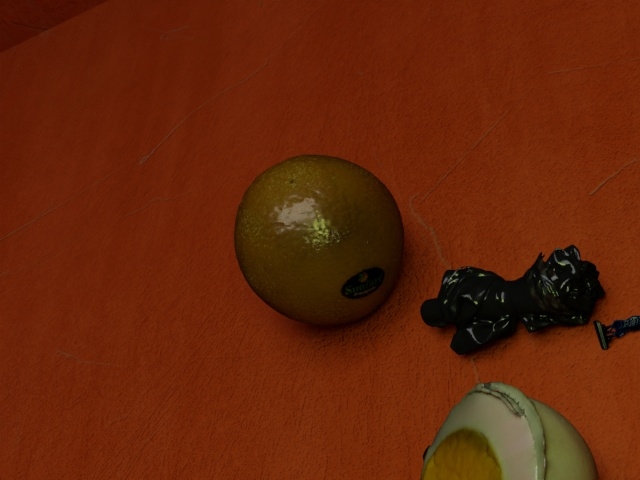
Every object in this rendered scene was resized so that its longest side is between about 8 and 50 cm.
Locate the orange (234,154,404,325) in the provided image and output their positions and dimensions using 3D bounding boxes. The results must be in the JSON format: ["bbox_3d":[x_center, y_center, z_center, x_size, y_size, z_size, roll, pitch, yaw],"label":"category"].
[{"bbox_3d":[0.000,0.000,2.030,0.274,0.274,0.274,-22,40,20],"label":"orange"}]

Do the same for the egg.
[{"bbox_3d":[0.240,0.328,1.574,0.264,0.174,0.287,-27,49,60],"label":"egg"}]

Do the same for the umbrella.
[{"bbox_3d":[0.262,0.087,1.863,0.272,0.122,0.110,-13,0,34],"label":"umbrella"}]

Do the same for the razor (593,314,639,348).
[{"bbox_3d":[0.443,0.107,1.750,0.154,0.044,0.028,-15,17,25],"label":"razor"}]
